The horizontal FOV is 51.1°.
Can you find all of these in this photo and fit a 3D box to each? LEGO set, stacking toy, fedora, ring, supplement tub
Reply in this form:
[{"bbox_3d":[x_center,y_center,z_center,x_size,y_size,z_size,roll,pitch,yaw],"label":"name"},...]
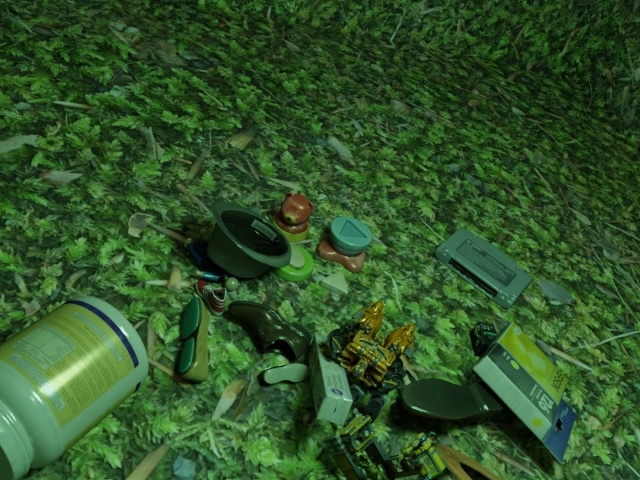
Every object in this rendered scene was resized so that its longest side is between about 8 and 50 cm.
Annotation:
[{"bbox_3d":[0.077,0.467,1.385,0.331,0.255,0.192,-29,87,-34],"label":"LEGO set"},{"bbox_3d":[0.000,0.000,1.960,0.309,0.130,0.279,19,40,-5],"label":"stacking toy"},{"bbox_3d":[-0.211,0.015,1.807,0.276,0.124,0.243,7,38,-55],"label":"fedora"},{"bbox_3d":[0.389,0.567,1.466,0.337,0.032,0.336,35,1,0],"label":"ring"},{"bbox_3d":[-0.530,0.284,1.305,0.241,0.241,0.331,35,41,13],"label":"supplement tub"}]

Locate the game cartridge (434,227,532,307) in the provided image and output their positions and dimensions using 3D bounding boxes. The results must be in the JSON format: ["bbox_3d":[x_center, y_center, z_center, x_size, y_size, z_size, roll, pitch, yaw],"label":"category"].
[{"bbox_3d":[0.537,0.082,2.191,0.294,0.060,0.196,39,46,17],"label":"game cartridge"}]

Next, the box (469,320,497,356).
[{"bbox_3d":[0.471,0.285,1.926,0.052,0.062,0.083,12,41,-13],"label":"box"}]

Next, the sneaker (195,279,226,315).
[{"bbox_3d":[-0.281,0.131,1.728,0.042,0.067,0.118,-17,55,-39],"label":"sneaker"}]

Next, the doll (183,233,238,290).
[{"bbox_3d":[-0.292,0.067,1.809,0.189,0.046,0.129,46,35,15],"label":"doll"}]

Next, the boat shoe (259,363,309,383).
[{"bbox_3d":[-0.088,0.324,1.632,0.125,0.038,0.046,-5,93,-31],"label":"boat shoe"}]

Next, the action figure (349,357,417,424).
[{"bbox_3d":[0.142,0.357,1.666,0.185,0.099,0.285,30,25,18],"label":"action figure"}]

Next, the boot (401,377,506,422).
[{"bbox_3d":[0.317,0.414,1.659,0.306,0.115,0.112,9,45,-28],"label":"boot"}]

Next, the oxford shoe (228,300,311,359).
[{"bbox_3d":[-0.139,0.225,1.684,0.227,0.082,0.096,27,44,5],"label":"oxford shoe"}]

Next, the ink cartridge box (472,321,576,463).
[{"bbox_3d":[0.562,0.383,1.758,0.307,0.072,0.304,46,26,12],"label":"ink cartridge box"}]

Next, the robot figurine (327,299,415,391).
[{"bbox_3d":[0.135,0.253,1.640,0.211,0.085,0.291,35,23,7],"label":"robot figurine"}]

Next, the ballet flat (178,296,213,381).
[{"bbox_3d":[-0.296,0.242,1.612,0.073,0.080,0.232,35,34,-32],"label":"ballet flat"}]

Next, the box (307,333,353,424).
[{"bbox_3d":[0.017,0.316,1.567,0.063,0.067,0.324,17,14,-9],"label":"box"}]
